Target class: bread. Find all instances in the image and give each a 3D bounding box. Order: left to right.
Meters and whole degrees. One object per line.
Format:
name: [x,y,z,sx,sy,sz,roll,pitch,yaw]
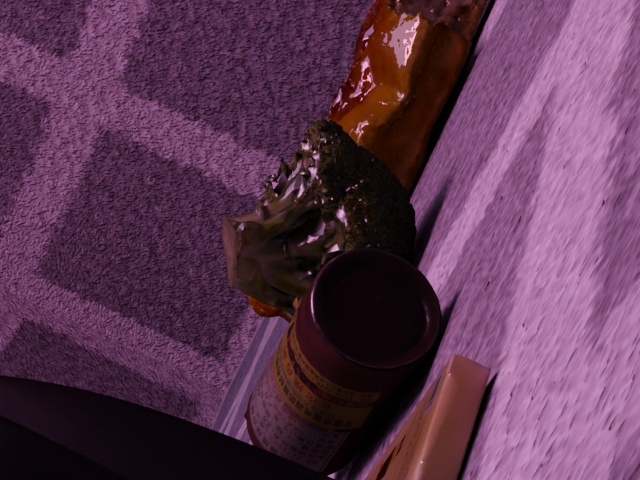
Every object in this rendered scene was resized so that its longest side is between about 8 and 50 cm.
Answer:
bread: [0.046,-0.099,1.629,0.380,0.109,0.185,-63,2,2]

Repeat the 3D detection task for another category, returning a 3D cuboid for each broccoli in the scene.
broccoli: [0.000,0.000,1.329,0.162,0.138,0.146,110,149,-57]

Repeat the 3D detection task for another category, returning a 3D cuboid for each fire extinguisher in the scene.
fire extinguisher: [0.014,0.092,1.091,0.252,0.106,0.075,117,139,-58]

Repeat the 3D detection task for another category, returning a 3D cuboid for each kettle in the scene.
kettle: [-0.138,0.153,0.929,0.207,0.290,0.268,-65,4,-27]

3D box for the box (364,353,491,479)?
box: [0.033,0.113,0.809,0.149,0.020,0.073,119,174,-55]
